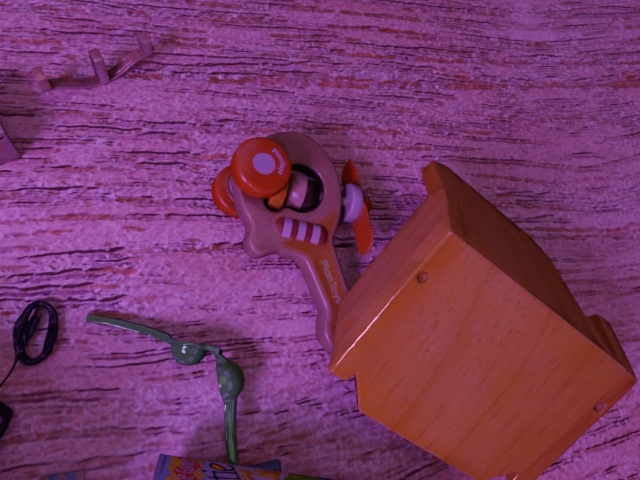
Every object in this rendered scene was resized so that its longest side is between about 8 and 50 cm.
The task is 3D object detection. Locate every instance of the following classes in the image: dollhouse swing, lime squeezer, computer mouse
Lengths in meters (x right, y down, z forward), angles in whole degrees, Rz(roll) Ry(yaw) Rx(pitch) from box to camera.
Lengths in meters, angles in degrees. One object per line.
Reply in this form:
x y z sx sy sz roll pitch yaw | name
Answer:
0.211 0.100 0.733 0.347 0.305 0.315 35 102 -17 | dollhouse swing
-0.175 0.181 0.653 0.110 0.059 0.310 -45 81 2 | lime squeezer
-0.401 0.187 0.600 0.071 0.041 0.241 27 58 -13 | computer mouse

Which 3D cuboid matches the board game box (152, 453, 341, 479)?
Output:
-0.064 0.352 0.536 0.276 0.144 0.141 14 86 -11 | board game box

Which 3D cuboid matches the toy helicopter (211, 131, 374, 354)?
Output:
0.000 0.000 0.743 0.235 0.140 0.354 -19 86 -29 | toy helicopter

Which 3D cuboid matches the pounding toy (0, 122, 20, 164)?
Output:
-0.526 -0.167 0.664 0.130 0.100 0.141 -31 80 -23 | pounding toy

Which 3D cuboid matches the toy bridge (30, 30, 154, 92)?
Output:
-0.352 -0.276 0.771 0.188 0.063 0.026 -30 80 -21 | toy bridge

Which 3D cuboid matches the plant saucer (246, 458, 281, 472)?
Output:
-0.140 0.335 0.617 0.192 0.018 0.067 -6 71 -15 | plant saucer

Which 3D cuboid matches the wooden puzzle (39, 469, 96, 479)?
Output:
-0.314 0.309 0.587 0.084 0.006 0.049 -3 70 -15 | wooden puzzle
